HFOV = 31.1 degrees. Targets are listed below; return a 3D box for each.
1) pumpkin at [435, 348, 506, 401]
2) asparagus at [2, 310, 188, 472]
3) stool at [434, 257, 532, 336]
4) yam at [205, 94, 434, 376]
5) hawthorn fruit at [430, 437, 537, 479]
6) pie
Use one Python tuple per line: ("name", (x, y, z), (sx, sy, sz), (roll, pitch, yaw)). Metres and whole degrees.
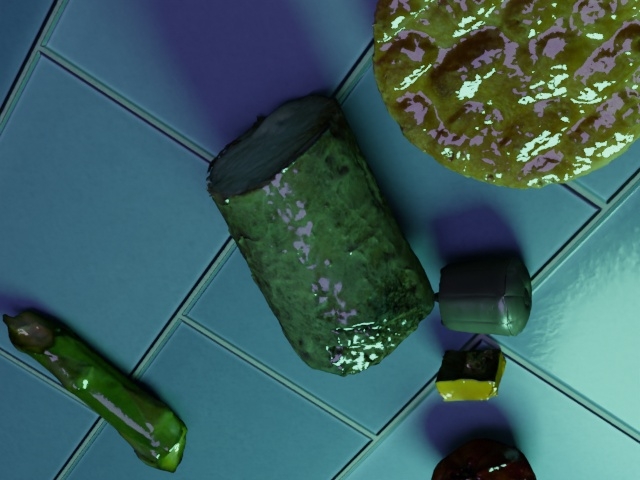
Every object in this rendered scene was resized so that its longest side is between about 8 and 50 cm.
("pumpkin", (0.194, 0.170, 1.485), (0.083, 0.074, 0.054), (-2, 117, 17))
("asparagus", (-0.314, 0.211, 1.653), (0.343, 0.082, 0.085), (45, 159, -15))
("stool", (0.200, 0.069, 1.407), (0.110, 0.096, 0.096), (-1, 123, 23))
("yam", (0.000, 0.000, 1.355), (0.195, 0.195, 0.300), (-17, 116, 24))
("hawthorn fruit", (0.231, 0.351, 1.563), (0.148, 0.148, 0.172), (-17, 136, 25))
("pie", (0.210, -0.204, 1.229), (0.339, 0.083, 0.339), (6, 124, 8))
